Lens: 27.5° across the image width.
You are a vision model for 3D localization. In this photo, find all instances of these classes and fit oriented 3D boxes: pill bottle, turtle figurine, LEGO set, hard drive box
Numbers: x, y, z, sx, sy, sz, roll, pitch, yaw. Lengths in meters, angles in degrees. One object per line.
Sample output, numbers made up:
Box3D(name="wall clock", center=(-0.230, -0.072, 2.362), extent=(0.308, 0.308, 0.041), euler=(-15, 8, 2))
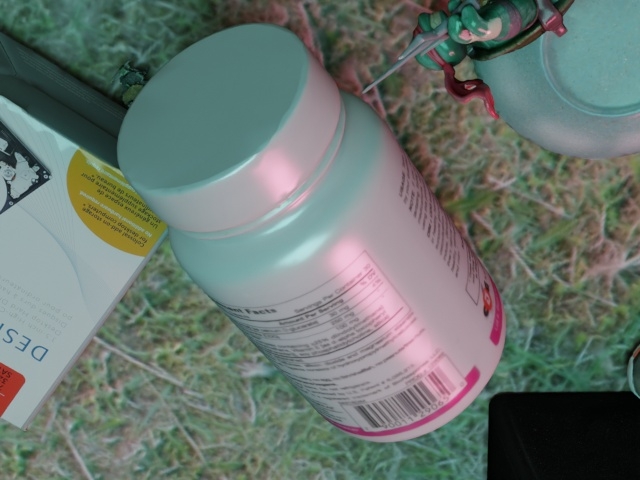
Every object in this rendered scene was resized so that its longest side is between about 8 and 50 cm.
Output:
Box3D(name="pill bottle", center=(0.000, 0.000, 0.867), extent=(0.160, 0.160, 0.283), euler=(-27, 133, 12))
Box3D(name="turtle figurine", center=(0.120, -0.180, 0.842), extent=(0.234, 0.175, 0.118), euler=(-37, 134, 15))
Box3D(name="LEGO set", center=(-0.129, -0.097, 0.950), extent=(0.054, 0.023, 0.083), euler=(12, 128, 0))
Box3D(name="hard drive box", center=(-0.224, -0.005, 0.942), extent=(0.181, 0.089, 0.232), euler=(32, 116, -13))

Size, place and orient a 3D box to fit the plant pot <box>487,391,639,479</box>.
Box3D(name="plant pot", center=(0.233, 0.240, 1.018), extent=(0.188, 0.167, 0.187), euler=(-1, 115, 0))

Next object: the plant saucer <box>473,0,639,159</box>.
Box3D(name="plant saucer", center=(0.205, -0.142, 0.917), extent=(0.195, 0.037, 0.194), euler=(0, 114, 0))

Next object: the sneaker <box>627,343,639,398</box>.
Box3D(name="sneaker", center=(0.309, 0.082, 1.001), extent=(0.158, 0.065, 0.061), euler=(-31, 110, 13))
